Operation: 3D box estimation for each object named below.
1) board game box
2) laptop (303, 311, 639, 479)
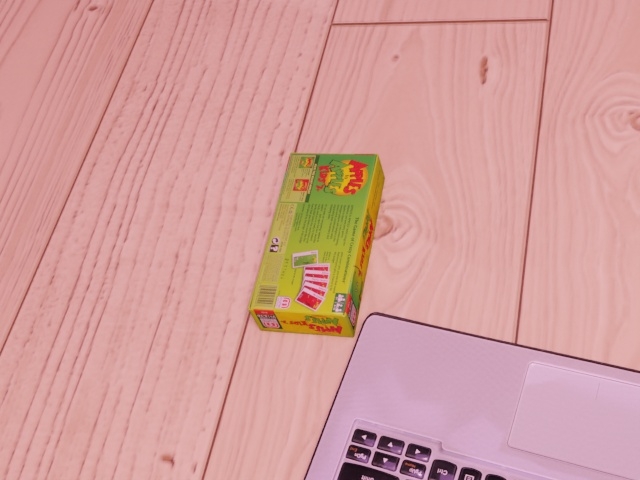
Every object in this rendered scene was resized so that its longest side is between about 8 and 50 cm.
[{"bbox_3d":[0.000,0.000,0.858,0.092,0.043,0.181,3,58,17],"label":"board game box"},{"bbox_3d":[0.123,0.206,0.565,0.382,0.236,0.407,11,61,22],"label":"laptop"}]
